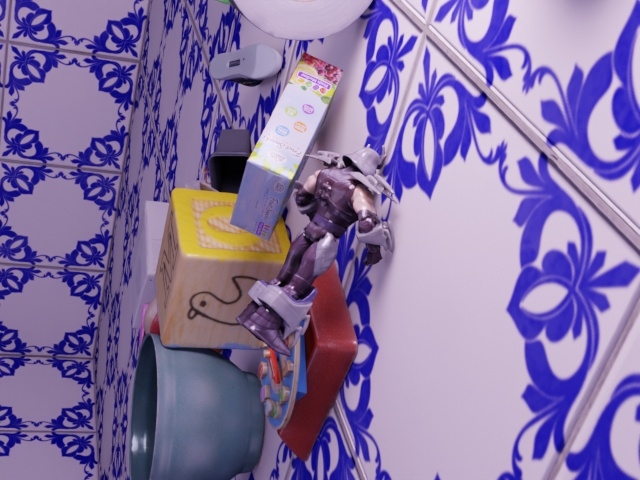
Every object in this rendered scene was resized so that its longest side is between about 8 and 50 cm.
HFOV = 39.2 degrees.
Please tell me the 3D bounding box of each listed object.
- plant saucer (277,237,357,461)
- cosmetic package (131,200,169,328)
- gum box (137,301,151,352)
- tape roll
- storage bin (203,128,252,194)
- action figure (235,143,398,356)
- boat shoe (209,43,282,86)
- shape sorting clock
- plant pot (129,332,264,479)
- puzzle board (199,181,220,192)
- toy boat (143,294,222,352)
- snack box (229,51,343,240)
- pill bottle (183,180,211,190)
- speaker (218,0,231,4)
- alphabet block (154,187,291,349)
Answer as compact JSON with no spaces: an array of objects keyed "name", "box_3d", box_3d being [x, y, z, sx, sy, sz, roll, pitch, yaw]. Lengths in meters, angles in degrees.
[{"name":"plant saucer","box_3d":[-0.031,0.143,1.311,0.258,0.048,0.259,-105,27,-46]},{"name":"cosmetic package","box_3d":[-0.374,0.063,2.175,0.224,0.138,0.224,116,151,-46]},{"name":"gum box","box_3d":[-0.330,0.187,1.984,0.188,0.062,0.107,-6,-76,-71]},{"name":"tape roll","box_3d":[-0.028,-0.375,1.175,0.072,0.219,0.219,-123,42,-62]},{"name":"storage bin","box_3d":[-0.164,-0.139,1.675,0.135,0.098,0.091,89,-178,-48]},{"name":"action figure","box_3d":[0.000,0.000,1.120,0.285,0.099,0.185,-58,30,0]},{"name":"boat shoe","box_3d":[-0.118,-0.324,1.672,0.183,0.083,0.065,7,92,44]},{"name":"shape sorting clock","box_3d":[-0.060,0.159,1.256,0.206,0.040,0.206,-174,90,-71]},{"name":"plant pot","box_3d":[-0.211,0.312,1.554,0.293,0.196,0.293,-174,90,-71]},{"name":"puzzle board","box_3d":[-0.170,-0.048,1.662,0.128,0.011,0.096,30,144,27]},{"name":"toy boat","box_3d":[-0.259,0.186,1.836,0.151,0.151,0.231,-51,-32,-33]},{"name":"snack box","box_3d":[-0.049,-0.129,1.265,0.174,0.070,0.207,116,179,-60]},{"name":"pill bottle","box_3d":[-0.262,-0.036,1.946,0.094,0.094,0.169,-123,42,-61]},{"name":"speaker","box_3d":[-0.155,-0.618,1.750,0.131,0.131,0.296,-107,29,-48]},{"name":"alphabet block","box_3d":[-0.168,0.049,1.515,0.193,0.192,0.197,-112,31,-49]}]
